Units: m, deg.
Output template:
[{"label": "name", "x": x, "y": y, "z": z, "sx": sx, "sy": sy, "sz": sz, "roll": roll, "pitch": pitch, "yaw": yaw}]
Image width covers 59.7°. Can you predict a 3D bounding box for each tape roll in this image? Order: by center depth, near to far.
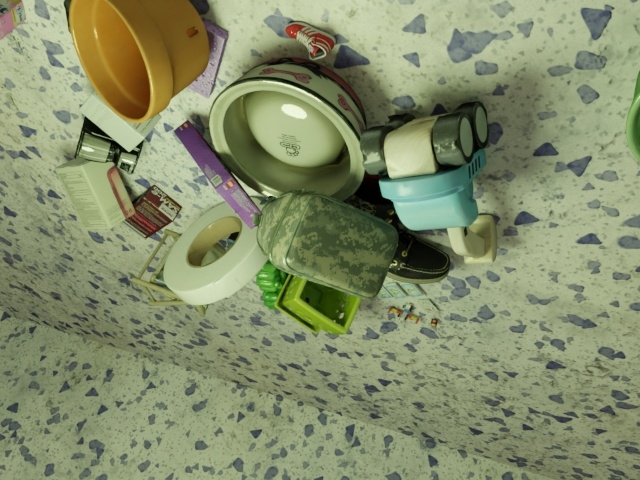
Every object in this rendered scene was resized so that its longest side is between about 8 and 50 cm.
[{"label": "tape roll", "x": -0.308, "y": 0.026, "z": 1.712, "sx": 0.392, "sy": 0.392, "sz": 0.072, "roll": -6, "pitch": 135, "yaw": 35}]

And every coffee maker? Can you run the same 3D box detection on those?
[{"label": "coffee maker", "x": -0.632, "y": -0.305, "z": 1.688, "sx": 0.178, "sy": 0.171, "sz": 0.120, "roll": 15, "pitch": 173, "yaw": -25}]

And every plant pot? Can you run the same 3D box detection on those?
[{"label": "plant pot", "x": -0.393, "y": -0.439, "z": 1.264, "sx": 0.291, "sy": 0.203, "sz": 0.291, "roll": 28, "pitch": 137, "yaw": 29}, {"label": "plant pot", "x": -0.011, "y": 0.183, "z": 1.903, "sx": 0.227, "sy": 0.228, "sz": 0.207, "roll": 36, "pitch": 148, "yaw": -19}]

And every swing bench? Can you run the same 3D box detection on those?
[{"label": "swing bench", "x": -0.499, "y": 0.116, "z": 2.052, "sx": 0.255, "sy": 0.253, "sz": 0.165, "roll": 8, "pitch": 142, "yaw": 19}]

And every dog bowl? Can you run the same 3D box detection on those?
[{"label": "dog bowl", "x": -0.064, "y": -0.272, "z": 1.396, "sx": 0.408, "sy": 0.150, "sz": 0.408, "roll": 14, "pitch": 144, "yaw": 11}]

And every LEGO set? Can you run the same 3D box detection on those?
[{"label": "LEGO set", "x": 0.302, "y": 0.236, "z": 1.936, "sx": 0.182, "sy": 0.060, "sz": 0.244, "roll": -12, "pitch": 133, "yaw": 44}]

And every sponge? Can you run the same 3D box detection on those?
[{"label": "sponge", "x": -0.306, "y": -0.458, "z": 1.388, "sx": 0.117, "sy": 0.031, "sz": 0.210, "roll": 27, "pitch": 145, "yaw": -6}]

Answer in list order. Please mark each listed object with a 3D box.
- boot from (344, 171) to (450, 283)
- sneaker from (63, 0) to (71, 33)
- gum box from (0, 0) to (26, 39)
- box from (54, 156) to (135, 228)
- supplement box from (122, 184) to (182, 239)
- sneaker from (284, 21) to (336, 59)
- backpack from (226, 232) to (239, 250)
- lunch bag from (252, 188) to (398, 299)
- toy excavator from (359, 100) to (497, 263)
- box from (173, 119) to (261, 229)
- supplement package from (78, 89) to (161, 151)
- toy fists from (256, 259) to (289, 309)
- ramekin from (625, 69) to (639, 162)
[{"label": "boot", "x": 0.207, "y": -0.032, "z": 1.577, "sx": 0.377, "sy": 0.138, "sz": 0.284, "roll": 22, "pitch": 145, "yaw": 11}, {"label": "sneaker", "x": -0.555, "y": -0.510, "z": 1.408, "sx": 0.135, "sy": 0.097, "sz": 0.276, "roll": 36, "pitch": 164, "yaw": 20}, {"label": "gum box", "x": -0.889, "y": -0.611, "z": 1.447, "sx": 0.188, "sy": 0.107, "sz": 0.062, "roll": 25, "pitch": 145, "yaw": -2}, {"label": "box", "x": -0.755, "y": -0.167, "z": 1.878, "sx": 0.149, "sy": 0.127, "sz": 0.232, "roll": 0, "pitch": 119, "yaw": 32}, {"label": "supplement box", "x": -0.613, "y": -0.098, "z": 1.994, "sx": 0.130, "sy": 0.073, "sz": 0.239, "roll": 42, "pitch": 142, "yaw": -24}, {"label": "sneaker", "x": -0.031, "y": -0.439, "z": 1.228, "sx": 0.118, "sy": 0.067, "sz": 0.042, "roll": 19, "pitch": 144, "yaw": 6}, {"label": "backpack", "x": -0.276, "y": 0.030, "z": 1.964, "sx": 0.105, "sy": 0.084, "sz": 0.114, "roll": 15, "pitch": 147, "yaw": 15}, {"label": "lunch bag", "x": 0.000, "y": 0.000, "z": 1.411, "sx": 0.305, "sy": 0.212, "sz": 0.256, "roll": 20, "pitch": 176, "yaw": -27}, {"label": "toy excavator", "x": 0.303, "y": -0.094, "z": 1.329, "sx": 0.222, "sy": 0.433, "sz": 0.445, "roll": -2, "pitch": 109, "yaw": 31}, {"label": "box", "x": -0.277, "y": -0.182, "z": 1.530, "sx": 0.293, "sy": 0.057, "sz": 0.201, "roll": 51, "pitch": 177, "yaw": 36}, {"label": "supplement package", "x": -0.572, "y": -0.363, "z": 1.596, "sx": 0.179, "sy": 0.105, "sz": 0.105, "roll": 42, "pitch": 140, "yaw": -24}, {"label": "toy fists", "x": -0.161, "y": 0.146, "z": 2.000, "sx": 0.096, "sy": 0.142, "sz": 0.279, "roll": 12, "pitch": 144, "yaw": 16}, {"label": "ramekin", "x": 0.713, "y": -0.254, "z": 0.985, "sx": 0.303, "sy": 0.148, "sz": 0.303, "roll": 15, "pitch": 144, "yaw": 11}]
